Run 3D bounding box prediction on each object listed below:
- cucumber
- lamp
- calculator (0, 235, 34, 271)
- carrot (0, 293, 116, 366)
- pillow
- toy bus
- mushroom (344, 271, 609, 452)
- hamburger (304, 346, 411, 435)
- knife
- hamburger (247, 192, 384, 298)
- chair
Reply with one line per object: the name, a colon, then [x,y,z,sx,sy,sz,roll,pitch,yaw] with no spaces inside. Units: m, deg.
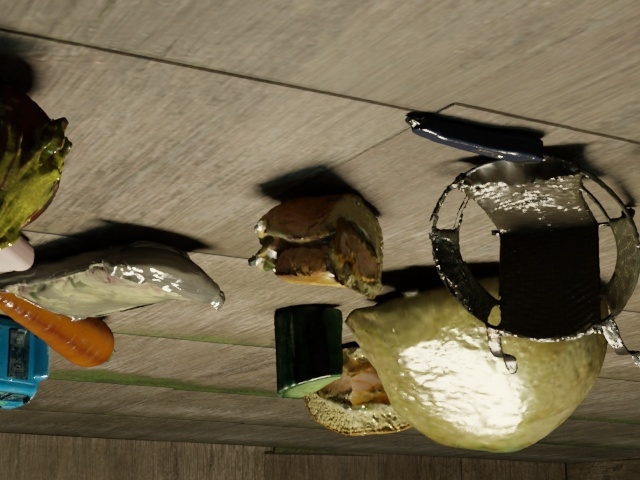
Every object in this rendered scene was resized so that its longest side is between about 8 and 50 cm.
cucumber: [-0.023,0.137,1.637,0.062,0.115,0.116,9,155,-28]
lamp: [-0.255,-0.043,0.870,0.156,0.134,0.157,6,167,-18]
calculator: [-0.344,0.002,1.257,0.100,0.032,0.175,0,166,3]
carrot: [-0.334,0.099,1.607,0.069,0.069,0.336,-3,159,15]
pillow: [-0.230,0.041,1.360,0.255,0.059,0.169,-10,162,40]
toy bus: [-0.486,0.153,1.698,0.246,0.113,0.134,15,154,-40]
mushroom: [0.163,0.141,1.481,0.292,0.212,0.217,0,175,28]
hamburger: [0.062,0.237,1.962,0.155,0.135,0.208,11,165,-29]
knife: [0.116,-0.076,0.964,0.121,0.018,0.031,9,170,-28]
hamburger: [-0.007,-0.001,1.149,0.102,0.087,0.176,9,177,19]
chair: [0.193,0.017,1.091,0.174,0.149,0.213,-5,161,25]
